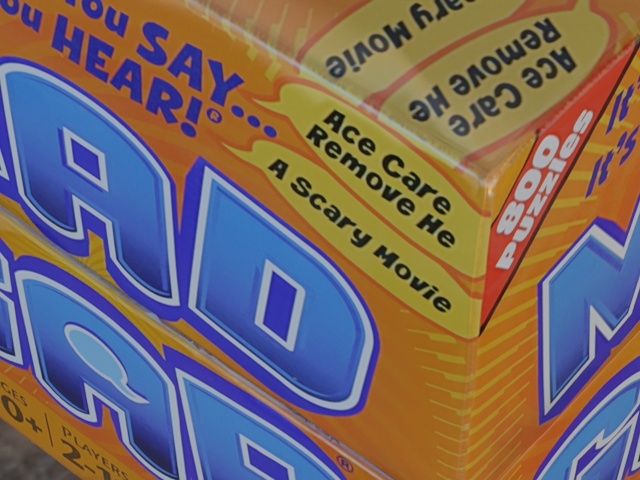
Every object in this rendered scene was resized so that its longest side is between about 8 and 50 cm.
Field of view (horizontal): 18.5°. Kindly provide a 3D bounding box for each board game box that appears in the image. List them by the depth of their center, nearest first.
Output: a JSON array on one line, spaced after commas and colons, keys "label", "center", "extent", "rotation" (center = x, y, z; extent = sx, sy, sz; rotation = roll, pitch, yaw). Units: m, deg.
[{"label": "board game box", "center": [0.026, -0.091, 0.838], "extent": [0.356, 0.356, 0.356], "rotation": [32, 147, 25]}]
